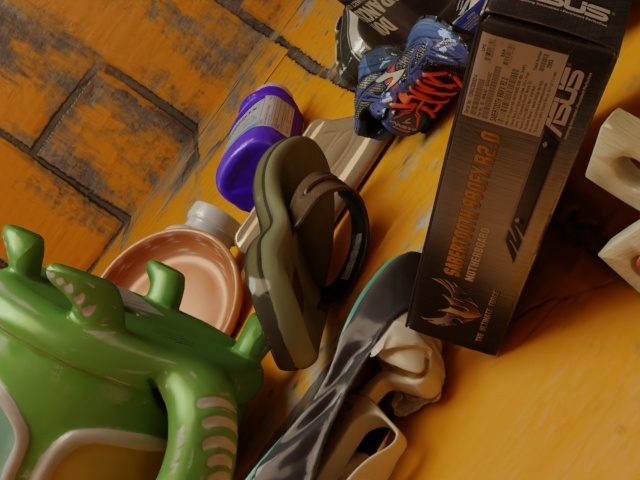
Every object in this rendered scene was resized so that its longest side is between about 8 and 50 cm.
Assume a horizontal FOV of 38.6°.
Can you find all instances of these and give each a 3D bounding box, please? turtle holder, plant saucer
[{"bbox_3d":[-0.159,0.144,0.746,0.243,0.320,0.227,17,-86,-67],"label":"turtle holder"},{"bbox_3d":[-0.175,0.080,1.034,0.200,0.037,0.200,-11,58,18],"label":"plant saucer"}]

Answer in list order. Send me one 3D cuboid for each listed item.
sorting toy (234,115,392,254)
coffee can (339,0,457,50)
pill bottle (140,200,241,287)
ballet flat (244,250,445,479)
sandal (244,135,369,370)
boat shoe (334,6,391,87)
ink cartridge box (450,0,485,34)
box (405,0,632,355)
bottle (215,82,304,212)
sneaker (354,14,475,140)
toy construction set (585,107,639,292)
[{"bbox_3d":[-0.009,-0.053,1.005,0.193,0.038,0.208,-57,20,-6],"label":"sorting toy"},{"bbox_3d":[0.052,-0.376,1.036,0.201,0.275,0.201,-49,16,20],"label":"coffee can"},{"bbox_3d":[-0.173,0.046,1.142,0.184,0.103,0.103,-60,17,-16],"label":"pill bottle"},{"bbox_3d":[0.032,0.095,0.535,0.203,0.074,0.074,-54,15,-22],"label":"ballet flat"},{"bbox_3d":[0.001,0.002,0.765,0.086,0.120,0.303,-21,27,12],"label":"sandal"},{"bbox_3d":[0.050,-0.275,1.199,0.070,0.077,0.219,-43,21,31],"label":"boat shoe"},{"bbox_3d":[0.183,-0.268,0.859,0.097,0.046,0.207,-38,23,43],"label":"ink cartridge box"},{"bbox_3d":[0.108,-0.076,0.472,0.231,0.056,0.183,95,-165,-54],"label":"box"},{"bbox_3d":[-0.077,-0.144,1.270,0.118,0.092,0.283,-49,17,24],"label":"bottle"},{"bbox_3d":[0.092,-0.136,0.825,0.221,0.083,0.087,170,117,-72],"label":"sneaker"},{"bbox_3d":[0.200,-0.129,0.327,0.328,0.151,0.215,-60,17,-17],"label":"toy construction set"}]
